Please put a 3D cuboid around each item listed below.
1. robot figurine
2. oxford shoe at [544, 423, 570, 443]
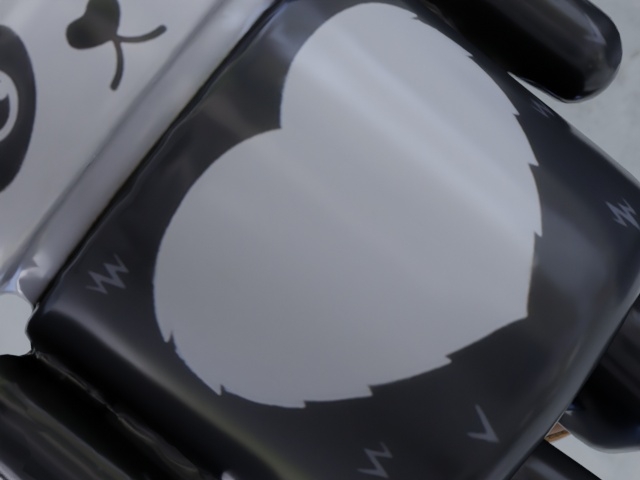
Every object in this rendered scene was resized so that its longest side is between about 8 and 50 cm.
[{"bbox_3d":[-0.001,0.001,0.623,0.278,0.209,0.173,39,-52,-3],"label":"robot figurine"},{"bbox_3d":[0.098,0.069,1.019,0.076,0.212,0.076,-46,-125,45],"label":"oxford shoe"}]
